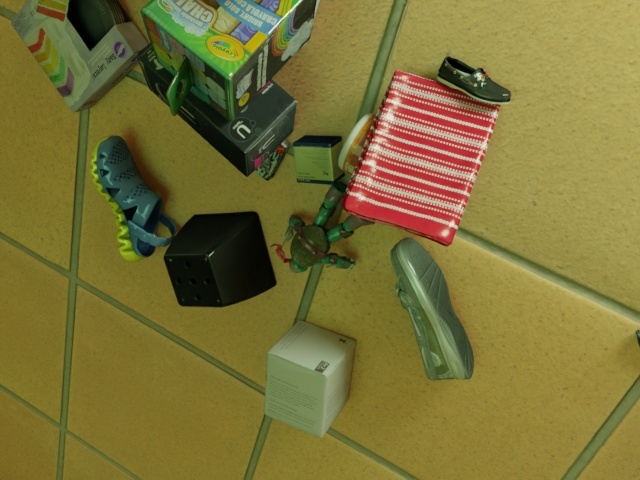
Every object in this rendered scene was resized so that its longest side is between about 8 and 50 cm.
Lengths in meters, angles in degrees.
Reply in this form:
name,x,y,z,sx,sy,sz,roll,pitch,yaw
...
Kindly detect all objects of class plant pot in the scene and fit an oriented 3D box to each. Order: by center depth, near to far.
name,x,y,z,sx,sy,sz,roll,pitch,yaw
plant pot,-0.238,0.054,1.447,0.188,0.167,0.187,-1,113,30

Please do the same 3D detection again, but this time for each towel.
name,x,y,z,sx,sy,sz,roll,pitch,yaw
towel,0.170,-0.143,1.096,0.199,0.031,0.274,20,81,8

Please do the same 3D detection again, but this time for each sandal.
name,x,y,z,sx,sy,sz,roll,pitch,yaw
sandal,-0.425,-0.097,1.509,0.138,0.126,0.317,0,122,25

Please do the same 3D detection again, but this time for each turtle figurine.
name,x,y,z,sx,sy,sz,roll,pitch,yaw
turtle figurine,0.000,0.000,1.330,0.175,0.118,0.234,43,121,3

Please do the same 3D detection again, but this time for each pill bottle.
name,x,y,z,sx,sy,sz,roll,pitch,yaw
pill bottle,0.150,-0.130,1.173,0.216,0.121,0.121,32,125,11

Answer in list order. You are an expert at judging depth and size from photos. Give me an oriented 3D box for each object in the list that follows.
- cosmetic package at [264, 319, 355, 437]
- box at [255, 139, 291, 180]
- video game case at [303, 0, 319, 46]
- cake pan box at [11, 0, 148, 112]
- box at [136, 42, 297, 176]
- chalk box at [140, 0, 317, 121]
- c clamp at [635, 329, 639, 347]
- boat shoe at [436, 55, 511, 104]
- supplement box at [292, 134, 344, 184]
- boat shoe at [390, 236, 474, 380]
name,x,y,z,sx,sy,sz,roll,pitch,yaw
cosmetic package,-0.024,0.310,1.468,0.152,0.151,0.183,17,120,21
box,-0.139,-0.201,1.351,0.137,0.027,0.094,37,125,7
video game case,-0.081,-0.490,1.179,0.193,0.023,0.212,30,123,13
cake pan box,-0.521,-0.449,1.411,0.267,0.070,0.245,-27,101,35
box,-0.192,-0.275,1.231,0.270,0.143,0.165,42,169,4
chalk box,-0.165,-0.334,1.068,0.179,0.289,0.180,40,166,3
c clamp,0.618,0.150,1.127,0.137,0.022,0.160,38,124,0
boat shoe,0.260,-0.268,1.090,0.133,0.049,0.042,30,133,17
supplement box,-0.003,-0.160,1.280,0.083,0.056,0.083,6,116,26
boat shoe,0.206,0.145,1.287,0.103,0.118,0.320,-17,112,29
